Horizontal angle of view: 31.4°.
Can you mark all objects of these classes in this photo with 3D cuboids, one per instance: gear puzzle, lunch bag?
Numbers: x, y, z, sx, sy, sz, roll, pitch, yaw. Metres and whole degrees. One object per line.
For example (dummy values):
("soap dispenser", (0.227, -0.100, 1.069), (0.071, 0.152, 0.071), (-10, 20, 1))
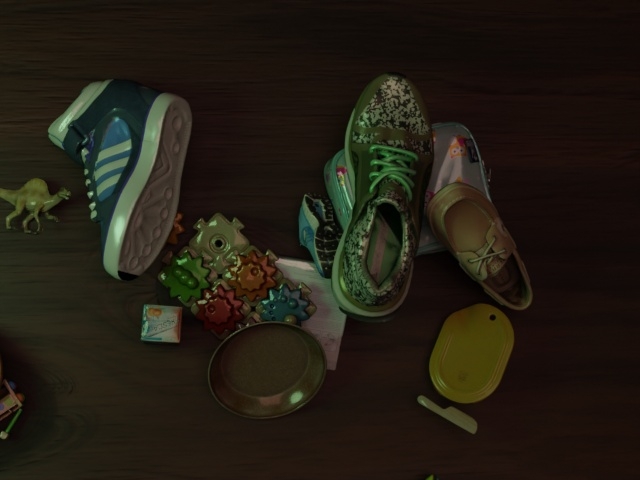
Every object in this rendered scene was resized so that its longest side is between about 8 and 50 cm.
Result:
("gear puzzle", (-0.173, 0.053, 1.905), (0.339, 0.044, 0.175), (44, 97, 1))
("lunch bag", (0.161, -0.076, 1.966), (0.279, 0.108, 0.224), (-14, 85, -10))

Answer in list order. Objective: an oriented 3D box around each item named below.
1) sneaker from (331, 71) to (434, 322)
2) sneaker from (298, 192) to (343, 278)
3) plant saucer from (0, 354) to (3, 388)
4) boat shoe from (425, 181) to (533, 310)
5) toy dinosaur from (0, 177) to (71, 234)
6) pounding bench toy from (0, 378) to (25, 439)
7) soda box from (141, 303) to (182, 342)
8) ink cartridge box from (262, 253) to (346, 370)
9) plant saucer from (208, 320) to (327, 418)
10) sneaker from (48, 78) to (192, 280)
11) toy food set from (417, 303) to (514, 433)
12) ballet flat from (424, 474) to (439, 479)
("sneaker", (0.116, -0.076, 1.811), (0.158, 0.182, 0.410), (6, 82, -7))
("sneaker", (0.000, 0.000, 1.935), (0.063, 0.073, 0.162), (4, 52, -25))
("plant saucer", (-0.593, 0.225, 1.816), (0.200, 0.037, 0.200), (-5, 71, 14))
("boat shoe", (0.275, 0.015, 1.889), (0.109, 0.302, 0.098), (-37, 44, 3))
("toy dinosaur", (-0.491, -0.060, 1.897), (0.183, 0.053, 0.093), (6, 83, 18))
("pounding bench toy", (-0.508, 0.274, 1.847), (0.065, 0.052, 0.083), (-33, 88, -11))
("soda box", (-0.255, 0.139, 1.836), (0.063, 0.183, 0.058), (5, 82, -6))
("ink cartridge box", (-0.027, 0.122, 1.956), (0.145, 0.045, 0.179), (10, 98, -8))
("plant saucer", (-0.089, 0.208, 1.888), (0.198, 0.036, 0.199), (-5, 120, -9))
("sneaker", (-0.357, -0.110, 1.878), (0.236, 0.130, 0.323), (13, 85, 27))
("toy food set", (0.257, 0.219, 1.970), (0.128, 0.071, 0.218), (20, 77, 19))
("ballet flat", (0.151, 0.506, 1.910), (0.077, 0.077, 0.231), (6, 83, 9))
